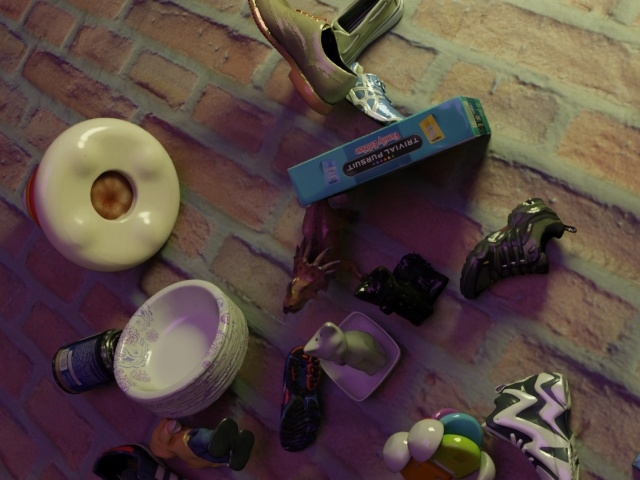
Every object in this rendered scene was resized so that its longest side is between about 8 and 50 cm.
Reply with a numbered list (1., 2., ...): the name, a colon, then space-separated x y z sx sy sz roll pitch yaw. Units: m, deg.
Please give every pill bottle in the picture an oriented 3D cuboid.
1. pill bottle: -0.504 0.276 1.628 0.219 0.123 0.122 -19 68 23

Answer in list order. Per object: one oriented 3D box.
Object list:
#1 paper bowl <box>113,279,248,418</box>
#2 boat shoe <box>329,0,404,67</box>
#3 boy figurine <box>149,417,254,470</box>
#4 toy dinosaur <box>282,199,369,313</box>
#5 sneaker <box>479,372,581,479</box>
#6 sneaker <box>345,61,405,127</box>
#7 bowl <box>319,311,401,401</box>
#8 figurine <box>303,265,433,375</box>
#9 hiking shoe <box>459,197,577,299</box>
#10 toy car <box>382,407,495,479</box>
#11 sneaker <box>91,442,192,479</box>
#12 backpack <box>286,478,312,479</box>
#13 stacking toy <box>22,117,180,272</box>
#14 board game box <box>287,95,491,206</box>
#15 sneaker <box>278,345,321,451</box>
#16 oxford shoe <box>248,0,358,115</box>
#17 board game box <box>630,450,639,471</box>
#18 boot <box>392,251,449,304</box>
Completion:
1. paper bowl: -0.279 0.236 1.475 0.284 0.148 0.284 -19 46 21
2. boat shoe: 0.048 -0.454 1.549 0.302 0.094 0.109 -42 61 13
3. boy figurine: -0.256 0.419 1.446 0.285 0.177 0.092 -13 44 49
4. toy dinosaur: 0.000 0.000 1.389 0.127 0.200 0.295 -15 69 24
5. sneaker: 0.345 0.343 1.174 0.153 0.094 0.235 -10 72 27
6. sneaker: 0.109 -0.306 1.485 0.211 0.080 0.081 43 101 29
7. bowl: 0.083 0.226 1.369 0.142 0.053 0.142 41 98 30
8. figurine: 0.080 0.144 1.242 0.215 0.209 0.092 -48 60 6
9. hiking shoe: 0.350 0.032 1.260 0.227 0.086 0.114 -49 57 7
10. toy car: 0.212 0.359 1.212 0.182 0.159 0.136 -48 10 49
11. sneaker: -0.340 0.541 1.452 0.350 0.148 0.131 21 87 31
12. backpack: -0.031 0.509 1.330 0.120 0.098 0.101 25 60 31
13. stacking toy: -0.607 -0.114 1.731 0.480 0.351 0.350 5 78 46
14. board game box: 0.140 -0.170 1.328 0.336 0.254 0.079 -21 92 22
15. sneaker: -0.041 0.315 1.403 0.083 0.087 0.221 8 93 -11
16. oxford shoe: -0.034 -0.441 1.483 0.130 0.123 0.348 -36 82 31
17. board game box: 0.592 0.311 1.089 0.126 0.026 0.186 33 93 31
18. boot: 0.180 0.089 1.359 0.099 0.045 0.121 35 87 28
